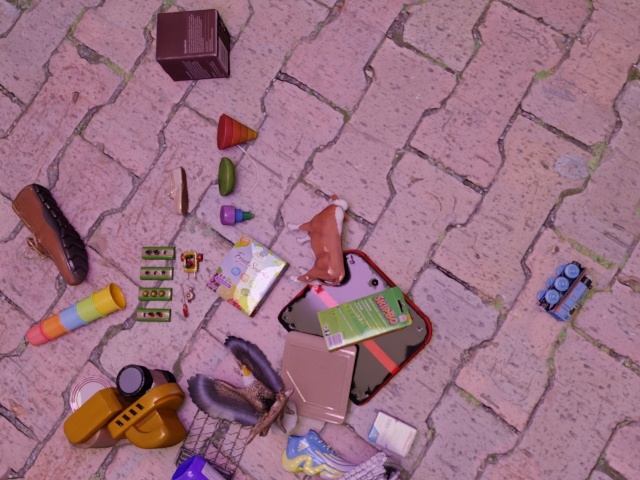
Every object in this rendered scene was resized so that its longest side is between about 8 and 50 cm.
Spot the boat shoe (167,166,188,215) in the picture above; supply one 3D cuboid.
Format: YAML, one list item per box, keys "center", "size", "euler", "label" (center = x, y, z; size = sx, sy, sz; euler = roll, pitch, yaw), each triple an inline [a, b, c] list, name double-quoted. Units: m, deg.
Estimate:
- center: [-0.472, -0.158, 1.874]
  size: [0.059, 0.063, 0.169]
  euler: [-9, 71, 7]
  label: "boat shoe"

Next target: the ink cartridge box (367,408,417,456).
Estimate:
- center: [0.212, 0.568, 1.685]
  size: [0.123, 0.052, 0.088]
  euler: [24, 84, 11]
  label: "ink cartridge box"

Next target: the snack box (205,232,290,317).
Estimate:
- center: [-0.227, 0.109, 1.797]
  size: [0.175, 0.070, 0.207]
  euler: [33, 84, 11]
  label: "snack box"

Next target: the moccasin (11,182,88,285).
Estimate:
- center: [-0.885, -0.006, 1.853]
  size: [0.147, 0.139, 0.380]
  euler: [-38, 81, 5]
  label: "moccasin"

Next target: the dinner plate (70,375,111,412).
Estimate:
- center: [-0.723, 0.501, 1.812]
  size: [0.141, 0.017, 0.141]
  euler: [-1, 82, 6]
  label: "dinner plate"

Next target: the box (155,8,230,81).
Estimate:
- center: [-0.417, -0.642, 1.890]
  size: [0.203, 0.168, 0.166]
  euler: [-2, 81, 5]
  label: "box"

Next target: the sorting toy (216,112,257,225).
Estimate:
- center: [-0.262, -0.229, 1.858]
  size: [0.126, 0.127, 0.365]
  euler: [0, 83, -24]
  label: "sorting toy"

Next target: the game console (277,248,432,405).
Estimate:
- center: [0.109, 0.254, 1.752]
  size: [0.342, 0.060, 0.386]
  euler: [-45, 78, 4]
  label: "game console"

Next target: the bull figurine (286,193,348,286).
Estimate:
- center: [0.000, 0.000, 1.752]
  size: [0.189, 0.101, 0.310]
  euler: [-17, 56, 24]
  label: "bull figurine"

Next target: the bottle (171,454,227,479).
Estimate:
- center: [-0.297, 0.748, 1.655]
  size: [0.283, 0.092, 0.118]
  euler: [46, 124, -9]
  label: "bottle"

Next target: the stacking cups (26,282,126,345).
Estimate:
- center: [-0.788, 0.238, 1.830]
  size: [0.316, 0.096, 0.096]
  euler: [-24, 79, 5]
  label: "stacking cups"

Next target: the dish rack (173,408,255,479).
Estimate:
- center: [-0.322, 0.606, 1.724]
  size: [0.208, 0.074, 0.271]
  euler: [21, 84, 10]
  label: "dish rack"

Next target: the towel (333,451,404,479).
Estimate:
- center: [0.108, 0.714, 1.572]
  size: [0.284, 0.235, 0.121]
  euler: [-31, 59, -1]
  label: "towel"

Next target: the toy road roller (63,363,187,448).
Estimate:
- center: [-0.546, 0.533, 1.672]
  size: [0.330, 0.202, 0.240]
  euler: [-39, 67, -1]
  label: "toy road roller"

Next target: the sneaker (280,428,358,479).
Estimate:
- center: [0.003, 0.626, 1.678]
  size: [0.240, 0.091, 0.126]
  euler: [4, 81, 8]
  label: "sneaker"

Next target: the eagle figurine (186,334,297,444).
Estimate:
- center: [-0.208, 0.428, 1.655]
  size: [0.298, 0.226, 0.225]
  euler: [17, 102, 43]
  label: "eagle figurine"

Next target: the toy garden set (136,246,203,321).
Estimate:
- center: [-0.486, 0.138, 1.830]
  size: [0.204, 0.049, 0.244]
  euler: [0, 81, 6]
  label: "toy garden set"

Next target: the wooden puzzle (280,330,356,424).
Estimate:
- center: [-0.013, 0.408, 1.718]
  size: [0.221, 0.044, 0.238]
  euler: [10, 89, 17]
  label: "wooden puzzle"

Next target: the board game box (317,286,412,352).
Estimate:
- center: [0.130, 0.231, 1.684]
  size: [0.260, 0.039, 0.124]
  euler: [-20, 65, 8]
  label: "board game box"

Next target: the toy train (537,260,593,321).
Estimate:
- center: [0.726, 0.149, 1.690]
  size: [0.105, 0.080, 0.184]
  euler: [40, 84, 1]
  label: "toy train"
